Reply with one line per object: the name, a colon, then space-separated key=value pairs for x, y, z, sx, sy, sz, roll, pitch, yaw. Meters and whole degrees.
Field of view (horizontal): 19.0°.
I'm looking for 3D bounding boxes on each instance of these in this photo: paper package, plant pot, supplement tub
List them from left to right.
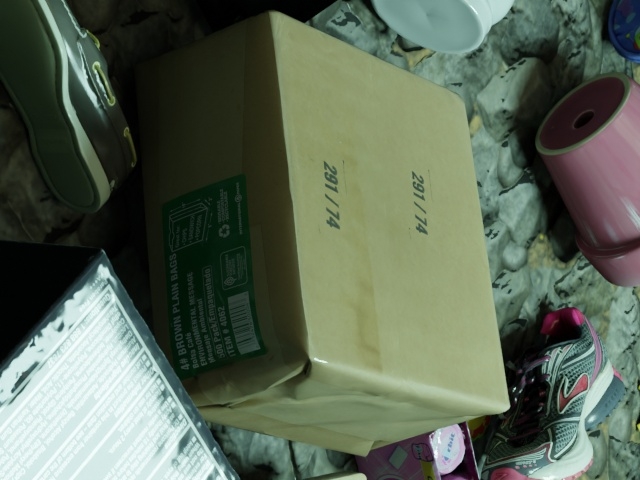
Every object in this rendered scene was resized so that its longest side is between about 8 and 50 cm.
paper package: x=0.000 y=0.000 z=1.668 sx=0.309 sy=0.168 sz=0.325 roll=19 pitch=58 yaw=-48
supplement tub: x=0.143 y=-0.300 z=1.894 sx=0.144 sy=0.144 sz=0.200 roll=49 pitch=59 yaw=-40
plant pot: x=0.342 y=-0.081 z=2.125 sx=0.180 sy=0.201 sz=0.201 roll=48 pitch=58 yaw=-23

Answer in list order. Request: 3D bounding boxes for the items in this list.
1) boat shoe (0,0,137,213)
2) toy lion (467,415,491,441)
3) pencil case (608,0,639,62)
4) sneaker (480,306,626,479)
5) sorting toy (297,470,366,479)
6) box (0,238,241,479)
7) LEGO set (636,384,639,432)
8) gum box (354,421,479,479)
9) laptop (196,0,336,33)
boat shoe: x=-0.211 y=-0.134 z=1.556 sx=0.069 sy=0.081 sz=0.228 roll=-46 pitch=133 yaw=-40
toy lion: x=0.153 y=0.179 z=2.041 sx=0.100 sy=0.034 sz=0.096 roll=-49 pitch=135 yaw=-34
pencil case: x=0.462 y=-0.242 z=2.290 sx=0.306 sy=0.119 sz=0.133 roll=17 pitch=59 yaw=-48
sneaker: x=0.235 y=0.182 z=2.067 sx=0.112 sy=0.121 sz=0.299 roll=65 pitch=30 yaw=-16
sorting toy: x=-0.074 y=0.349 z=1.746 sx=0.257 sy=0.089 sz=0.255 roll=-4 pitch=96 yaw=-48
box: x=-0.243 y=0.205 z=1.466 sx=0.296 sy=0.182 sz=0.294 roll=-50 pitch=127 yaw=-33
LEGO set: x=0.468 y=0.197 z=2.341 sx=0.107 sy=0.132 sz=0.287 roll=-4 pitch=90 yaw=-58
gum box: x=0.105 y=0.259 z=1.930 sx=0.062 sy=0.107 sz=0.188 roll=-34 pitch=118 yaw=-42
laptop: x=-0.034 y=-0.448 z=1.730 sx=0.408 sy=0.236 sz=0.382 roll=-36 pitch=134 yaw=-8
